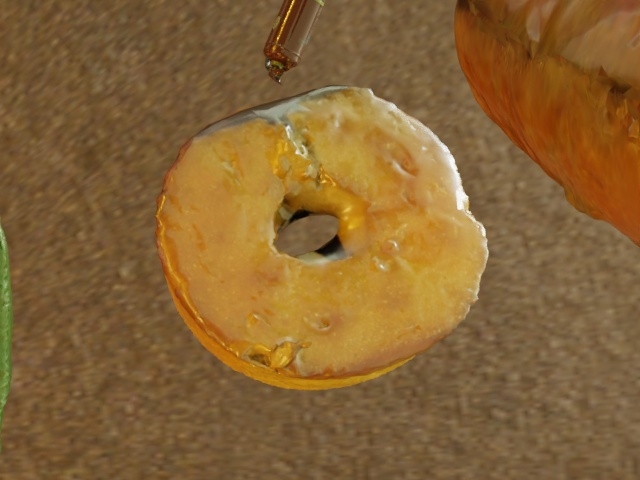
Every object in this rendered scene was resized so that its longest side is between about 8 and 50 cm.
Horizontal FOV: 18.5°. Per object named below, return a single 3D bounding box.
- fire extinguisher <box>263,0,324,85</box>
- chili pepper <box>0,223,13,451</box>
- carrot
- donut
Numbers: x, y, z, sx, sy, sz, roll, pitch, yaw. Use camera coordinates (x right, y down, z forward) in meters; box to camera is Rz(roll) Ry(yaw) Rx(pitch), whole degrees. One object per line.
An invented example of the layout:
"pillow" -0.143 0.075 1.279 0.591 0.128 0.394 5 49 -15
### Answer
"fire extinguisher" -0.024 -0.206 1.827 0.039 0.056 0.132 26 83 -29
"chili pepper" -0.361 0.077 1.598 0.213 0.167 0.385 16 116 17
"carrot" 0.162 -0.034 0.615 0.138 0.302 0.139 -8 111 -22
"donut" -0.002 0.002 1.489 0.253 0.118 0.254 2 68 -6
